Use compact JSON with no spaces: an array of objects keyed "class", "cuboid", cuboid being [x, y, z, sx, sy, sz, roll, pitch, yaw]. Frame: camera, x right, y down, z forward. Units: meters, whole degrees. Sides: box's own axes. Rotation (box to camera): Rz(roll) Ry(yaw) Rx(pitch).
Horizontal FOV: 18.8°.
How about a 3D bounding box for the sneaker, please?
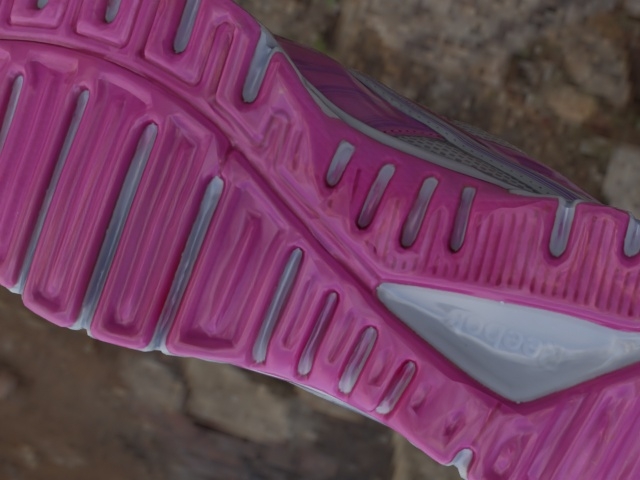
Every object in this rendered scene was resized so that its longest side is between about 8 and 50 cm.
[{"class":"sneaker","cuboid":[0.000,0.000,0.559,0.252,0.103,0.111,29,-176,8]}]
